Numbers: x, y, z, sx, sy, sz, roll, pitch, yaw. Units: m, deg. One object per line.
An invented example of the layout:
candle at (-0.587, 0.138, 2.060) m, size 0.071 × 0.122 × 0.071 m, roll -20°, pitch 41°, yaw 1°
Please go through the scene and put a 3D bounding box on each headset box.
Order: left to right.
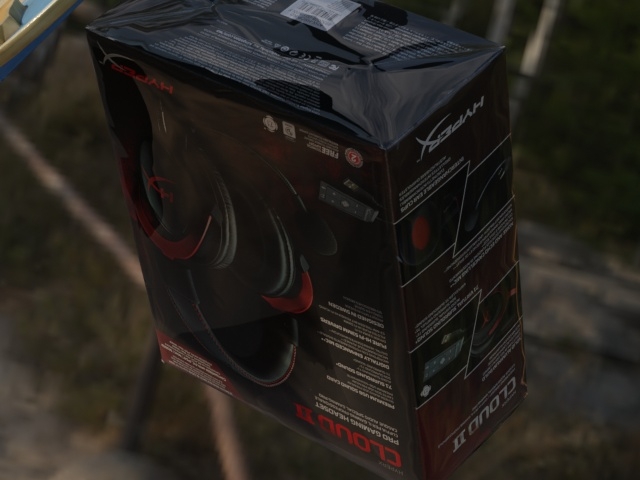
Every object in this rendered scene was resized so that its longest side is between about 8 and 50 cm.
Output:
headset box at (0.000, 0.000, 1.121) m, size 0.218 × 0.293 × 0.110 m, roll 25°, pitch 51°, yaw 32°

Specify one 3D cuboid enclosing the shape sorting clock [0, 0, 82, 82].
shape sorting clock at (-0.129, -0.139, 0.932) m, size 0.040 × 0.206 × 0.206 m, roll 45°, pitch -8°, yaw -16°
